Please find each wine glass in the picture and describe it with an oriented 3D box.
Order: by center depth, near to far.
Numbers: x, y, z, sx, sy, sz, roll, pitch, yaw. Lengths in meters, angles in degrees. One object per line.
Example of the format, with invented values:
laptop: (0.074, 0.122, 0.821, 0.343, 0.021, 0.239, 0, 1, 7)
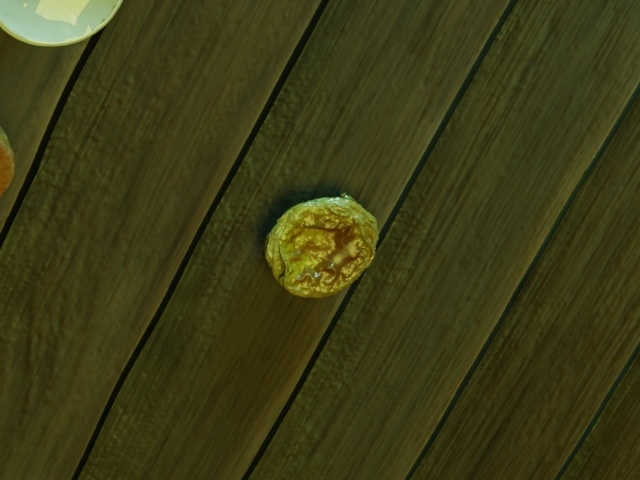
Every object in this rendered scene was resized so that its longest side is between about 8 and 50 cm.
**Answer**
wine glass: (-0.250, -0.267, 1.557, 0.165, 0.196, 0.164, -10, 121, -17)

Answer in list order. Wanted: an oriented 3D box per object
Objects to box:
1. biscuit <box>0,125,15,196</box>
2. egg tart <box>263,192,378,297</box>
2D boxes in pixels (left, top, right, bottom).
biscuit: (-0.510, -0.067, 1.607, 0.350, 0.078, 0.455, -40, 137, 4)
egg tart: (0.000, 0.000, 1.887, 0.130, 0.052, 0.130, -8, 122, -14)
